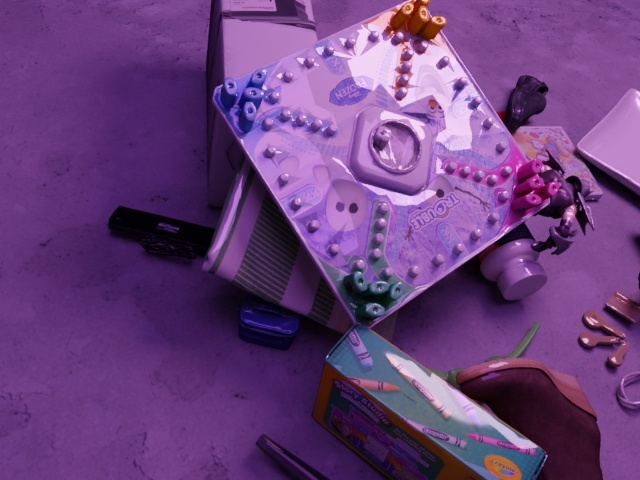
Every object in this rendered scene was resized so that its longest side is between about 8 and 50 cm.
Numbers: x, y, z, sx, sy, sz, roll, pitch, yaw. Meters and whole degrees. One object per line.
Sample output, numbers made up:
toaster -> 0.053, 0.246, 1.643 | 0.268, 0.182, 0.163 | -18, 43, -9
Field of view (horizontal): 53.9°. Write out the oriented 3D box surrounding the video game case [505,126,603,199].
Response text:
video game case -> 0.456, -0.165, 1.336 | 0.227, 0.026, 0.206 | -3, 53, -16

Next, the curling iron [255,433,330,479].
curling iron -> 0.034, 0.334, 0.826 | 0.274, 0.035, 0.068 | 28, 47, 8

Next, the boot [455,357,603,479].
boot -> 0.303, 0.277, 0.869 | 0.249, 0.090, 0.206 | 14, 56, -28

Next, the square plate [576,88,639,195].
square plate -> 0.776, -0.174, 1.405 | 0.344, 0.049, 0.347 | 39, 53, 17

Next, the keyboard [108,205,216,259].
keyboard -> -0.255, -0.003, 1.034 | 0.192, 0.038, 0.100 | 13, 27, -2

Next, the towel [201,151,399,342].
towel -> 0.000, 0.000, 0.968 | 0.325, 0.038, 0.247 | 26, 68, -24

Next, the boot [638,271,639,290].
boot -> 0.643, 0.018, 1.168 | 0.247, 0.094, 0.207 | 14, 49, -29

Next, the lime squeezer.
lime squeezer -> 0.240, 0.198, 0.986 | 0.311, 0.058, 0.110 | -9, 25, -18

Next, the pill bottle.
pill bottle -> 0.318, 0.005, 1.112 | 0.108, 0.108, 0.193 | -7, 54, -19

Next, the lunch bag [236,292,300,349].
lunch bag -> -0.079, 0.116, 0.952 | 0.099, 0.065, 0.067 | 14, 50, -4

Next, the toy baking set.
toy baking set -> 0.555, 0.197, 1.072 | 0.197, 0.030, 0.256 | -14, 51, -17

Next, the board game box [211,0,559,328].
board game box -> 0.109, -0.136, 0.904 | 0.390, 0.050, 0.389 | -31, 86, -22

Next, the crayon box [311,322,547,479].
crayon box -> 0.125, 0.249, 0.817 | 0.279, 0.165, 0.081 | 34, 53, 19

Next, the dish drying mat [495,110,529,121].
dish drying mat -> 0.433, -0.283, 1.436 | 0.083, 0.008, 0.032 | -8, 54, -21

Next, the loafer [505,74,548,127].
loafer -> 0.464, -0.311, 1.406 | 0.078, 0.076, 0.223 | 17, 38, 17

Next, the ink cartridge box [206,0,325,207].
ink cartridge box -> -0.114, -0.289, 1.124 | 0.166, 0.285, 0.394 | 2, 53, -14

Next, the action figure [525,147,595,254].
action figure -> 0.320, -0.056, 1.034 | 0.285, 0.099, 0.185 | -13, 49, -9
